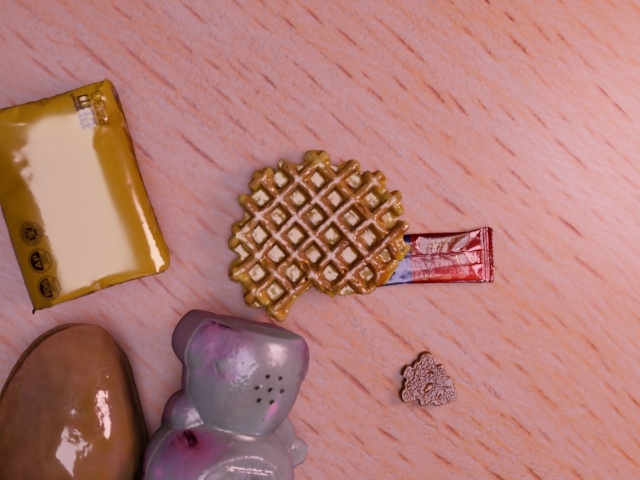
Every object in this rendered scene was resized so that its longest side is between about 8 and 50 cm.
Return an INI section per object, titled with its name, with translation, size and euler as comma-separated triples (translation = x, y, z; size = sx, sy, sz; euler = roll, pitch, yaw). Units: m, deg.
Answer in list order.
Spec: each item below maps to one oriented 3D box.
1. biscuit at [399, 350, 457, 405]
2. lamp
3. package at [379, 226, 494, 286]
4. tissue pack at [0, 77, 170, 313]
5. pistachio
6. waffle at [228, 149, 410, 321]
[biscuit]
translation = 0.160, 0.208, 1.486
size = 0.092, 0.016, 0.082
euler = 26, 84, -9
[lamp]
translation = -0.109, 0.262, 1.343
size = 0.247, 0.247, 0.301
euler = 14, 91, -33
[package]
translation = 0.152, 0.025, 1.472
size = 0.201, 0.022, 0.083
euler = -3, 91, -4
[tissue pack]
translation = -0.327, -0.062, 1.351
size = 0.192, 0.134, 0.270
euler = -18, 95, -7
[pistachio]
translation = -0.338, 0.244, 1.353
size = 0.213, 0.163, 0.260
euler = -13, 93, -40
[waffle]
translation = 0.000, 0.000, 1.428
size = 0.253, 0.056, 0.248
euler = 14, 89, -3
